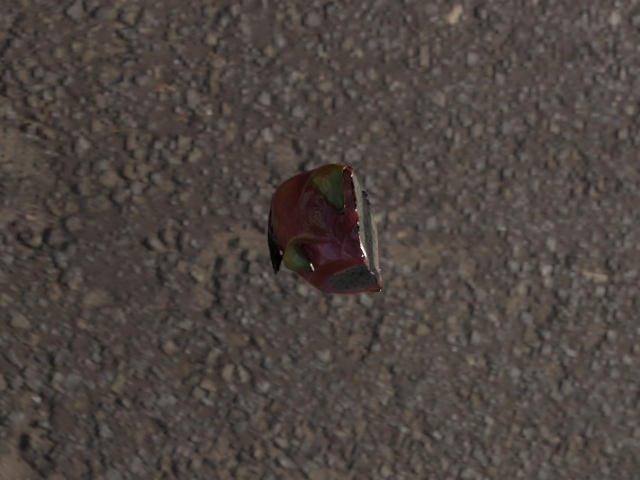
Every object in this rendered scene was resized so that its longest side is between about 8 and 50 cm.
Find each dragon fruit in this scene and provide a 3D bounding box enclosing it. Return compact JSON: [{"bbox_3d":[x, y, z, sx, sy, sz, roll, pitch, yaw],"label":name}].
[{"bbox_3d":[0.000,0.000,0.695,0.083,0.060,0.056,63,24,-63],"label":"dragon fruit"}]
